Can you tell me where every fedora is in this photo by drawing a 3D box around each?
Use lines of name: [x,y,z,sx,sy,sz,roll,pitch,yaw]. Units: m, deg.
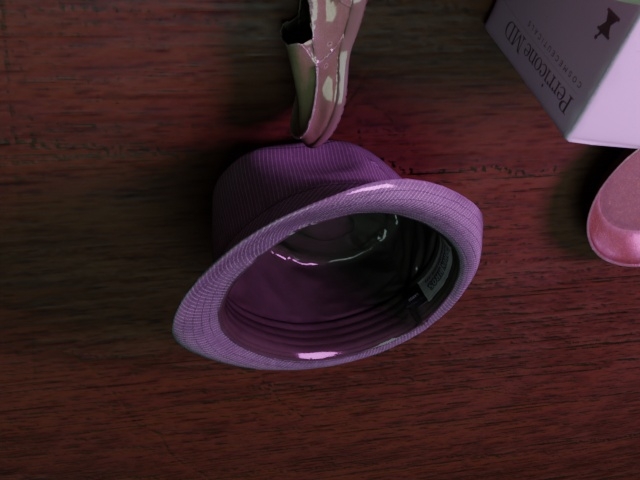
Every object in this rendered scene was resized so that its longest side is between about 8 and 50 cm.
fedora: [0.000,0.000,0.661,0.275,0.124,0.244,13,133,-42]

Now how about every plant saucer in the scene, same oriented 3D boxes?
plant saucer: [0.347,-0.054,0.780,0.198,0.036,0.199,-8,135,-8]

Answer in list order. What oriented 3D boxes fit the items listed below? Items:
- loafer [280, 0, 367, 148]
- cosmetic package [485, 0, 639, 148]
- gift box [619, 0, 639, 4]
loafer: [-0.005,-0.136,0.578,0.050,0.056,0.148,2,124,-18]
cosmetic package: [0.235,-0.175,0.538,0.151,0.151,0.184,3,132,-21]
gift box: [0.143,-0.267,0.300,0.255,0.258,0.276,-48,140,-21]
